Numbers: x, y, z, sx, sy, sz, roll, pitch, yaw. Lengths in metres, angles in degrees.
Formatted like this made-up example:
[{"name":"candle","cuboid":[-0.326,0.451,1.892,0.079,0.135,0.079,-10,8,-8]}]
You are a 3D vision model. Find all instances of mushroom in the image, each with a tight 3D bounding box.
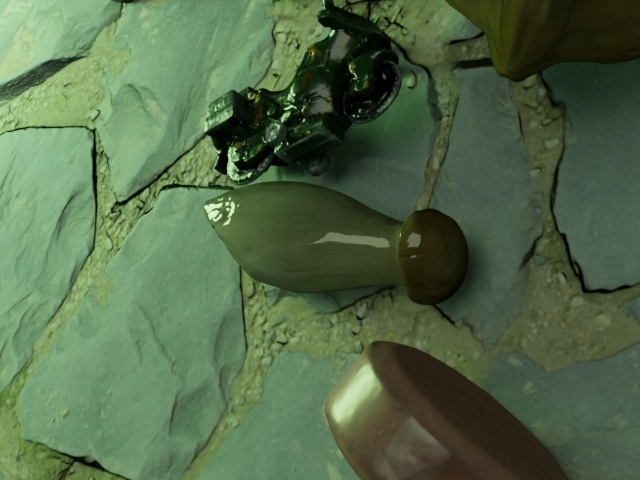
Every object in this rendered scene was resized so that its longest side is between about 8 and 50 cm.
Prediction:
[{"name":"mushroom","cuboid":[0.000,0.000,1.265,0.350,0.128,0.128,9,81,35]}]

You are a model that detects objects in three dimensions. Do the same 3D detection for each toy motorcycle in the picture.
[{"name":"toy motorcycle","cuboid":[-0.018,-0.171,1.333,0.274,0.125,0.187,-25,48,32]}]

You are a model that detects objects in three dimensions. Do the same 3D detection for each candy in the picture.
[{"name":"candy","cuboid":[0.119,0.193,1.050,0.094,0.255,0.255,-52,53,11]}]

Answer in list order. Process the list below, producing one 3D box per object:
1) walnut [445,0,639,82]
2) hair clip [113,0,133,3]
[{"name":"walnut","cuboid":[0.258,-0.352,1.076,0.383,0.383,0.383,-12,68,32]},{"name":"hair clip","cuboid":[-0.239,-0.446,1.605,0.257,0.075,0.146,-40,93,15]}]
